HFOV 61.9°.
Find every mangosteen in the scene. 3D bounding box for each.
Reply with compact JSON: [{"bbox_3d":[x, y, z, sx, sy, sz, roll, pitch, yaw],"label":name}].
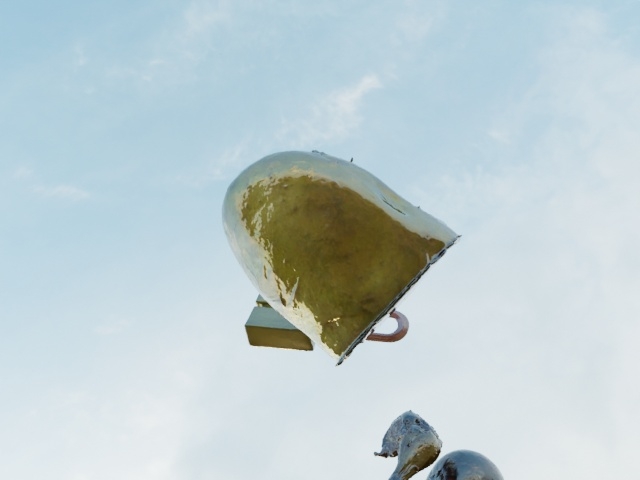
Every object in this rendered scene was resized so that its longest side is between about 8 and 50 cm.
[{"bbox_3d":[0.398,0.679,1.374,0.261,0.235,0.235,32,-79,-9],"label":"mangosteen"}]

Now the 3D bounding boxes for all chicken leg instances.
[{"bbox_3d":[0.219,0.530,1.364,0.177,0.322,0.083,-29,-84,1],"label":"chicken leg"}]

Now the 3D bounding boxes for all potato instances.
[{"bbox_3d":[0.000,0.000,0.671,0.266,0.229,0.229,41,-82,8],"label":"potato"}]

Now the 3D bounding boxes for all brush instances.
[{"bbox_3d":[0.013,0.115,0.789,0.233,0.103,0.047,2,-51,16],"label":"brush"}]
